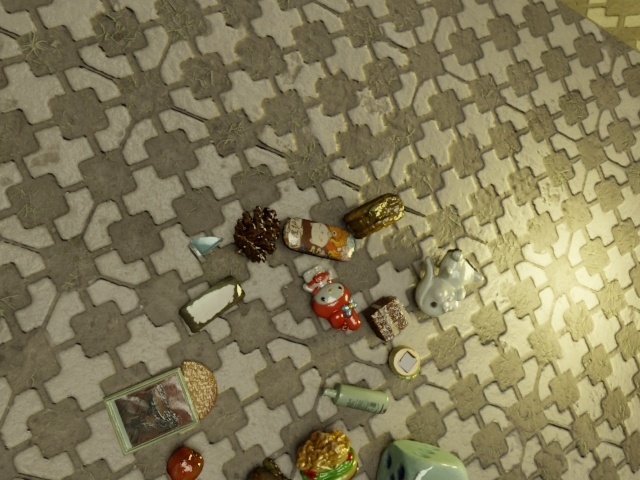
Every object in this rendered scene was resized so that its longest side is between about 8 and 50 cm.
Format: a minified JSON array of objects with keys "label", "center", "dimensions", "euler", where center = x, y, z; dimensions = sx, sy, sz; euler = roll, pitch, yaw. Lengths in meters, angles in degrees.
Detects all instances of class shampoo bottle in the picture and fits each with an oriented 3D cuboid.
[{"label":"shampoo bottle","center":[0.132,0.610,1.711],"dimensions":[0.262,0.085,0.085],"euler":[16,81,-15]}]

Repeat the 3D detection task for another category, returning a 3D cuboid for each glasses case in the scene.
[{"label":"glasses case","center":[0.000,0.000,1.678],"dimensions":[0.320,0.082,0.122],"euler":[14,74,-30]}]

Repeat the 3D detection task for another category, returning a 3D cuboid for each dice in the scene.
[{"label":"dice","center":[0.382,0.933,1.670],"dimensions":[0.267,0.262,0.265],"euler":[15,82,-14]}]

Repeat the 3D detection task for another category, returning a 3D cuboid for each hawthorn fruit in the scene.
[{"label":"hawthorn fruit","center":[-0.465,0.769,1.503],"dimensions":[0.127,0.128,0.128],"euler":[1,85,-17]}]

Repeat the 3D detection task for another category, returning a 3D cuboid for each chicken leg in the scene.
[{"label":"chicken leg","center":[-0.145,0.983,1.568],"dimensions":[0.211,0.140,0.361],"euler":[-36,93,-25]}]

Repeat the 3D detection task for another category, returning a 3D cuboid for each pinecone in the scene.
[{"label":"pinecone","center":[-0.228,-0.033,1.602],"dimensions":[0.168,0.185,0.213],"euler":[21,68,-14]}]

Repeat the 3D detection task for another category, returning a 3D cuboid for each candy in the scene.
[{"label":"candy","center":[-0.385,0.223,1.575],"dimensions":[0.233,0.102,0.104],"euler":[-35,96,-15]}]

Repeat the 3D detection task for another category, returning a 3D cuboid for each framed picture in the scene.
[{"label":"framed picture","center":[-0.579,0.587,1.511],"dimensions":[0.273,0.016,0.217],"euler":[-21,90,-10]}]

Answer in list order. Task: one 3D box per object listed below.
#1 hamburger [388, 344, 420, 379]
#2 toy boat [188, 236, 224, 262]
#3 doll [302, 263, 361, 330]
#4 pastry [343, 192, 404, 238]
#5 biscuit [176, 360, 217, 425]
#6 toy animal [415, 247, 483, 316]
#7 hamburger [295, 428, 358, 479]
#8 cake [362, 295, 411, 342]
[{"label":"hamburger","center":[0.345,0.495,1.789],"dimensions":[0.141,0.081,0.127],"euler":[26,76,-1]},{"label":"toy boat","center":[-0.418,0.014,1.623],"dimensions":[0.122,0.034,0.096],"euler":[-40,98,-25]},{"label":"doll","center":[0.043,0.231,1.689],"dimensions":[0.160,0.130,0.291],"euler":[-30,80,-23]},{"label":"pastry","center":[0.221,-0.093,1.718],"dimensions":[0.240,0.235,0.132],"euler":[-32,98,-35]},{"label":"biscuit","center":[-0.440,0.541,1.566],"dimensions":[0.144,0.033,0.225],"euler":[4,87,-15]},{"label":"toy animal","center":[0.508,0.170,1.820],"dimensions":[0.289,0.174,0.249],"euler":[-32,107,-18]},{"label":"hamburger","center":[0.015,0.780,1.596],"dimensions":[0.236,0.237,0.149],"euler":[-23,95,-17]},{"label":"cake","center":[0.267,0.305,1.752],"dimensions":[0.147,0.134,0.135],"euler":[-31,97,-10]}]
